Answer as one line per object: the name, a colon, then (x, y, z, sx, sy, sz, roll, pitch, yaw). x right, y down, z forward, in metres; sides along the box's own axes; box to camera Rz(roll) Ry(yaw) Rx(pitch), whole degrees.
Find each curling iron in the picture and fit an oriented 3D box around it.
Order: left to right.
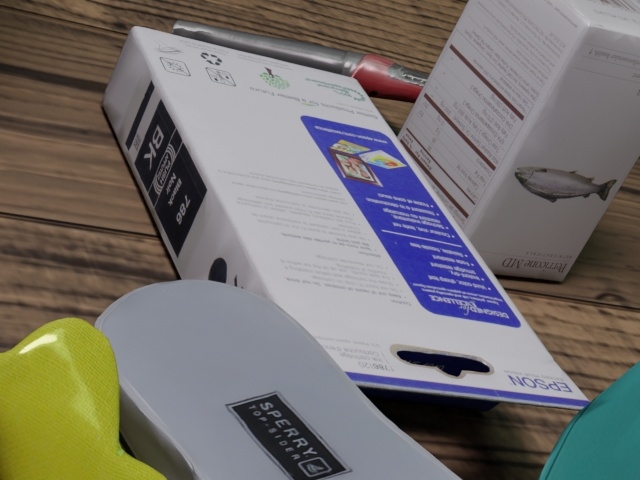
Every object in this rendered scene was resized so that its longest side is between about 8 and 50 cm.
curling iron: (0.027, -0.102, 1.036, 0.274, 0.068, 0.035, 18, 29, -7)

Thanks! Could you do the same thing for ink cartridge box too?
ink cartridge box: (0.000, 0.000, 0.811, 0.165, 0.065, 0.332, 11, 29, -30)

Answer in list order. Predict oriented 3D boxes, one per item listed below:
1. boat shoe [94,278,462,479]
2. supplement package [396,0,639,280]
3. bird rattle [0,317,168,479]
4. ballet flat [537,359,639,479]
boat shoe: (-0.008, 0.128, 0.508, 0.113, 0.104, 0.306, -13, 31, -26)
supplement package: (0.134, -0.077, 0.941, 0.105, 0.179, 0.105, 5, 33, -37)
bird rattle: (-0.149, 0.138, 0.411, 0.207, 0.143, 0.253, 15, 40, 1)
ballet flat: (0.125, 0.189, 0.537, 0.147, 0.147, 0.409, 29, 31, 4)
